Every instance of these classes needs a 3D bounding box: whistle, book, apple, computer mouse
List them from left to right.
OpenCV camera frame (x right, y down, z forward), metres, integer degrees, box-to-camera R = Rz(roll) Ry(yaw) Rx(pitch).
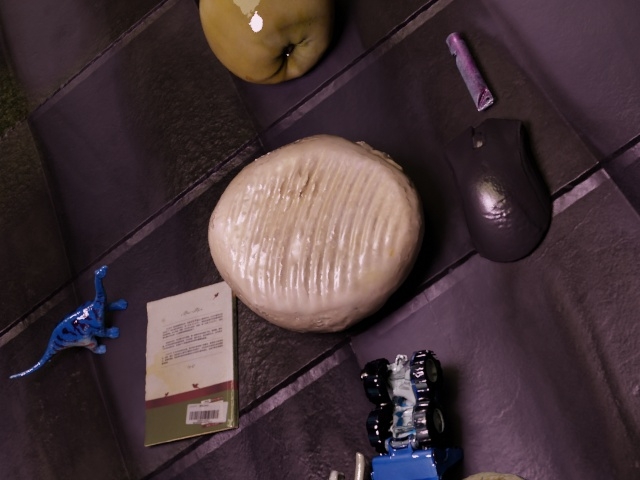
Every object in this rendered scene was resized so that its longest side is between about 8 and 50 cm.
[{"bbox_3d":[-0.237,0.222,2.022,0.201,0.026,0.289,-16,60,27],"label":"book"},{"bbox_3d":[-0.100,-0.432,2.101,0.262,0.262,0.262,-14,61,28],"label":"apple"},{"bbox_3d":[0.260,-0.297,1.932,0.033,0.033,0.176,-31,54,18],"label":"whistle"},{"bbox_3d":[0.283,-0.097,1.794,0.147,0.088,0.264,-25,54,19],"label":"computer mouse"}]

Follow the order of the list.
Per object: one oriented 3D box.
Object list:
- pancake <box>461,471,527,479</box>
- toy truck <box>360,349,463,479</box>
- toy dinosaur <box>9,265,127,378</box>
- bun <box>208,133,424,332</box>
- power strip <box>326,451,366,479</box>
[{"bbox_3d":[0.234,0.458,1.590,0.254,0.037,0.253,-14,61,27],"label":"pancake"},{"bbox_3d":[0.140,0.279,1.682,0.113,0.126,0.208,-14,65,28],"label":"toy truck"},{"bbox_3d":[-0.456,0.170,2.140,0.329,0.144,0.076,-46,54,24],"label":"toy dinosaur"},{"bbox_3d":[0.000,0.000,1.847,0.362,0.234,0.326,-16,66,9],"label":"bun"},{"bbox_3d":[0.022,0.464,1.693,0.053,0.093,0.287,7,73,39],"label":"power strip"}]
